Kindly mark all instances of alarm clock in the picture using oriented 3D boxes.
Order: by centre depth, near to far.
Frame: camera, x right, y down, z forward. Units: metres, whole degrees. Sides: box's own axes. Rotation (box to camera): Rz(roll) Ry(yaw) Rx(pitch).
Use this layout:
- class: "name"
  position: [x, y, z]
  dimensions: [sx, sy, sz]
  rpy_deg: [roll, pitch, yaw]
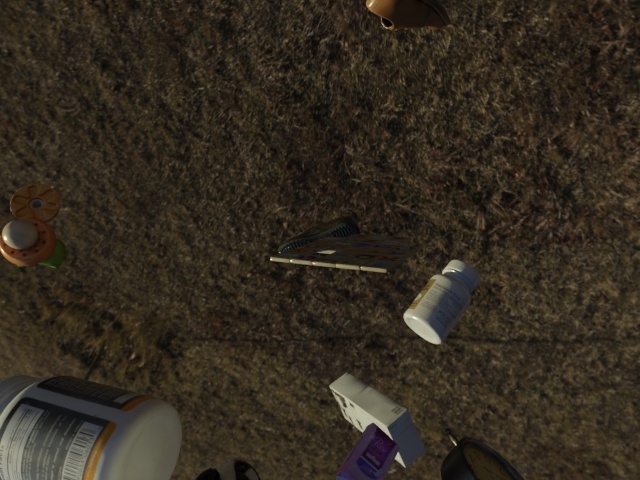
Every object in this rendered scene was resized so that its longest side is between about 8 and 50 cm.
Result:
- class: "alarm clock"
  position: [0.213, 0.327, 0.518]
  dimensions: [0.129, 0.192, 0.064]
  rpy_deg: [34, 100, -5]

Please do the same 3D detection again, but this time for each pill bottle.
- class: "pill bottle"
  position: [-0.363, 0.292, 0.625]
  dimensions: [0.278, 0.162, 0.162]
  rpy_deg: [5, 129, 18]
- class: "pill bottle"
  position: [0.357, 0.172, 1.228]
  dimensions: [0.131, 0.229, 0.131]
  rpy_deg: [38, 163, 14]

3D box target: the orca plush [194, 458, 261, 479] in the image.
- class: "orca plush"
  position: [-0.098, 0.329, 0.430]
  dimensions: [0.102, 0.151, 0.287]
  rpy_deg: [6, 173, 8]

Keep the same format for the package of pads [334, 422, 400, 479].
- class: "package of pads"
  position: [0.062, 0.285, 0.546]
  dimensions: [0.050, 0.083, 0.032]
  rpy_deg: [40, 143, 11]

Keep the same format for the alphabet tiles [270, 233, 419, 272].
- class: "alphabet tiles"
  position: [0.063, 0.014, 0.727]
  dimensions: [0.198, 0.237, 0.009]
  rpy_deg: [4, 102, 29]

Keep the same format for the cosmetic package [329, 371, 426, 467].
- class: "cosmetic package"
  position: [0.109, 0.367, 0.891]
  dimensions: [0.060, 0.239, 0.099]
  rpy_deg: [-31, 102, -22]

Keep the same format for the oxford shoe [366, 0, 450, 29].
- class: "oxford shoe"
  position: [0.126, -0.336, 0.610]
  dimensions: [0.076, 0.212, 0.076]
  rpy_deg: [-40, 77, 34]

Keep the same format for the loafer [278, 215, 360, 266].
- class: "loafer"
  position: [0.000, 0.000, 1.035]
  dimensions: [0.219, 0.078, 0.080]
  rpy_deg: [-18, 116, 21]

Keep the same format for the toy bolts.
- class: "toy bolts"
  position: [-0.684, -0.050, 0.900]
  dimensions: [0.228, 0.219, 0.158]
  rpy_deg: [0, 159, -17]
